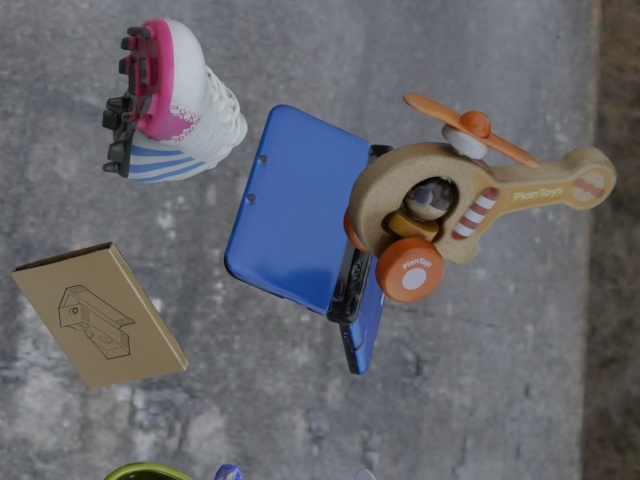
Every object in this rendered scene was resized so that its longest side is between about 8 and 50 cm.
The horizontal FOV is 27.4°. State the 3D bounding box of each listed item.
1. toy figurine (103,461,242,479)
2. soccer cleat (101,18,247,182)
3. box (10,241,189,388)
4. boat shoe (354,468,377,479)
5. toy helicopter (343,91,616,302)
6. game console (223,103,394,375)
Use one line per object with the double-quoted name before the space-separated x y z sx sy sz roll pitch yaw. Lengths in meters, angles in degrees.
"toy figurine" -0.075 0.306 1.210 0.362 0.217 0.191 32 99 -17
"soccer cleat" -0.133 -0.139 1.313 0.143 0.331 0.116 -1 80 -16
"box" -0.284 0.100 1.690 0.201 0.164 0.021 61 31 -26
"boat shoe" 0.080 0.367 1.845 0.100 0.035 0.035 59 8 15
"toy helicopter" 0.204 -0.074 1.612 0.355 0.140 0.235 -9 127 -18
"game console" 0.000 0.000 1.824 0.250 0.173 0.293 77 24 -54
